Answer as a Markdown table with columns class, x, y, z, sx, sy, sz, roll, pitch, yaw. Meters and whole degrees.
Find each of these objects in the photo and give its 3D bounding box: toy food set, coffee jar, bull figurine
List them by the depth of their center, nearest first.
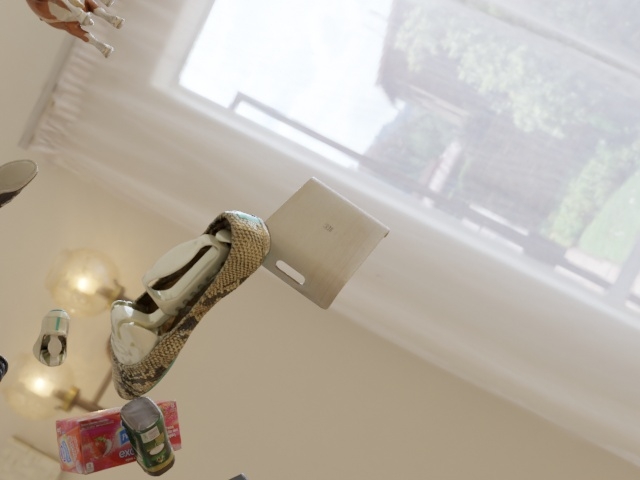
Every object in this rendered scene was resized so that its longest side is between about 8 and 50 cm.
| class | x | y | z | sx | sy | sz | roll | pitch | yaw |
| --- | --- | --- | --- | --- | --- | --- | --- | --- | --- |
| bull figurine | -0.454 | -0.428 | 1.488 | 0.101 | 0.188 | 0.310 | -59 | 0 | -1 |
| coffee jar | -0.375 | 0.432 | 1.824 | 0.079 | 0.096 | 0.184 | -31 | -42 | -27 |
| toy food set | 0.000 | 0.000 | 1.860 | 0.306 | 0.219 | 0.092 | -48 | -10 | -48 |

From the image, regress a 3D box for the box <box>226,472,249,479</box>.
| class | x | y | z | sx | sy | sz | roll | pitch | yaw |
| --- | --- | --- | --- | --- | --- | --- | --- | --- | --- |
| box | -0.304 | 0.719 | 2.079 | 0.270 | 0.060 | 0.216 | -13 | -47 | -43 |

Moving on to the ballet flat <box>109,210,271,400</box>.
| class | x | y | z | sx | sy | sz | roll | pitch | yaw |
| --- | --- | --- | --- | --- | --- | --- | --- | --- | --- |
| ballet flat | -0.303 | 0.118 | 1.655 | 0.483 | 0.164 | 0.182 | -46 | -34 | 10 |

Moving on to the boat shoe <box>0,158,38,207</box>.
| class | x | y | z | sx | sy | sz | roll | pitch | yaw |
| --- | --- | --- | --- | --- | --- | --- | --- | --- | --- |
| boat shoe | -0.767 | -0.124 | 2.008 | 0.206 | 0.075 | 0.065 | -36 | -14 | -6 |

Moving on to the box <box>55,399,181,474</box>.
| class | x | y | z | sx | sy | sz | roll | pitch | yaw |
| --- | --- | --- | --- | --- | --- | --- | --- | --- | --- |
| box | -0.468 | 0.452 | 1.939 | 0.256 | 0.128 | 0.123 | -5 | -95 | -42 |

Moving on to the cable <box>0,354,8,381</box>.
| class | x | y | z | sx | sy | sz | roll | pitch | yaw |
| --- | --- | --- | --- | --- | --- | --- | --- | --- | --- |
| cable | -0.806 | 0.283 | 1.900 | 0.150 | 0.184 | 0.047 | -18 | -50 | -64 |

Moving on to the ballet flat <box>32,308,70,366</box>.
| class | x | y | z | sx | sy | sz | roll | pitch | yaw |
| --- | --- | --- | --- | --- | --- | --- | --- | --- | --- |
| ballet flat | -0.655 | 0.261 | 2.033 | 0.086 | 0.086 | 0.248 | -59 | -4 | -40 |
